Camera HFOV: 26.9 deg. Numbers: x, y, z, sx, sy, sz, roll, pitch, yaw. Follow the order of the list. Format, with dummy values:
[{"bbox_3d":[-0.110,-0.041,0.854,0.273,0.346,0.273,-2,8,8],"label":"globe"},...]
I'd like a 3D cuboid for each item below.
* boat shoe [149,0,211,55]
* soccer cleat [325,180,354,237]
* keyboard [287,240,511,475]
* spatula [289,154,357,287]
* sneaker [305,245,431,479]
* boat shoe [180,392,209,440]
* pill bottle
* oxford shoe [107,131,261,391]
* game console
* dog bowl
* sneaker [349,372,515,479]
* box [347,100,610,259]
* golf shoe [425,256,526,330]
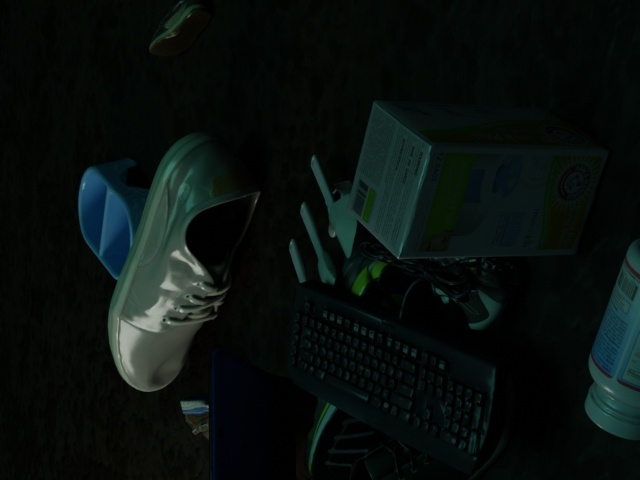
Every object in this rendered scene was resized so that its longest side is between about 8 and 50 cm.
[{"bbox_3d":[-0.211,-0.326,2.018,0.152,0.056,0.049,-29,61,48],"label":"boat shoe"},{"bbox_3d":[0.019,-0.039,1.626,0.029,0.036,0.083,61,141,40],"label":"soccer cleat"},{"bbox_3d":[0.073,0.097,1.371,0.317,0.033,0.201,19,101,49],"label":"keyboard"},{"bbox_3d":[0.000,0.000,1.586,0.242,0.019,0.168,-108,29,-63],"label":"spatula"},{"bbox_3d":[0.045,0.142,1.541,0.121,0.111,0.300,-130,52,-60],"label":"sneaker"},{"bbox_3d":[-0.139,0.253,1.912,0.183,0.066,0.066,-10,95,63],"label":"boat shoe"},{"bbox_3d":[0.275,0.083,1.114,0.087,0.087,0.160,49,133,49],"label":"pill bottle"},{"bbox_3d":[-0.193,0.058,1.911,0.130,0.169,0.449,39,128,27],"label":"oxford shoe"},{"bbox_3d":[-0.121,0.309,1.647,0.250,0.173,0.293,-31,54,50],"label":"game console"},{"bbox_3d":[-0.326,-0.031,2.216,0.297,0.074,0.166,42,128,53],"label":"dog bowl"},{"bbox_3d":[0.114,0.209,1.381,0.083,0.118,0.222,59,140,42],"label":"sneaker"},{"bbox_3d":[0.144,-0.056,1.225,0.103,0.203,0.114,46,128,50],"label":"box"},{"bbox_3d":[0.128,0.016,1.390,0.198,0.077,0.094,53,136,48],"label":"golf shoe"}]
